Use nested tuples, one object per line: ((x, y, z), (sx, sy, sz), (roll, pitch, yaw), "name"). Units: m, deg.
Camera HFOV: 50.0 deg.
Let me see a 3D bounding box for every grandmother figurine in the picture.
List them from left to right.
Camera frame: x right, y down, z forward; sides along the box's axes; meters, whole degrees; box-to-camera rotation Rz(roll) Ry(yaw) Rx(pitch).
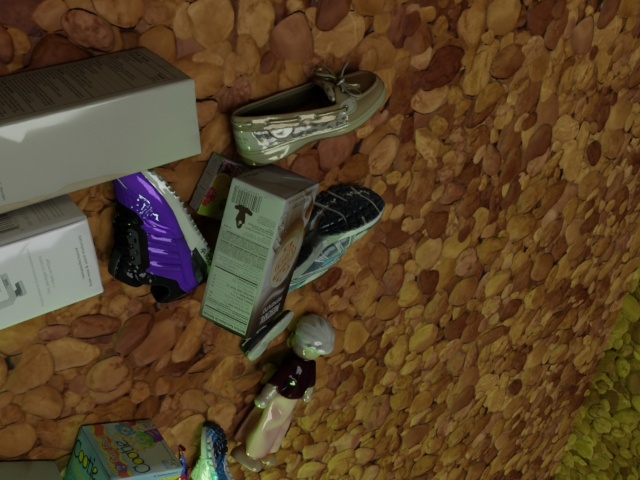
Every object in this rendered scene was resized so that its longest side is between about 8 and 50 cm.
((-0.073, 0.309, 1.429), (0.342, 0.104, 0.208), (-63, 164, 7), "grandmother figurine")

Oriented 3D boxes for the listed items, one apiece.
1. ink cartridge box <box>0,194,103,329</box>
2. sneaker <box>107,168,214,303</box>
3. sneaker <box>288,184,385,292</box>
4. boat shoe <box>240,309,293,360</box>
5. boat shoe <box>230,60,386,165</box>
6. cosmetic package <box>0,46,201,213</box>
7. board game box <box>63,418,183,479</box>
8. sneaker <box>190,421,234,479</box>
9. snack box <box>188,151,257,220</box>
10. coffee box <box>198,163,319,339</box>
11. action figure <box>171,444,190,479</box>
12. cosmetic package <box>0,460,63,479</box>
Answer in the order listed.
((-0.443, 0.021, 0.834), (0.283, 0.207, 0.117), (-21, 127, -29), "ink cartridge box")
((-0.268, -0.004, 1.045), (0.146, 0.102, 0.293), (-38, 135, -14), "sneaker")
((0.000, 0.000, 1.300), (0.283, 0.110, 0.122), (-33, 152, -16), "sneaker")
((-0.106, 0.179, 1.351), (0.125, 0.038, 0.046), (-48, 156, -4), "boat shoe")
((-0.013, -0.219, 1.122), (0.285, 0.104, 0.089), (-32, 136, -20), "boat shoe")
((-0.327, -0.143, 0.864), (0.310, 0.160, 0.113), (-21, 129, -28), "cosmetic package")
((-0.378, 0.482, 1.237), (0.142, 0.144, 0.275), (7, 113, -44), "board game box")
((-0.233, 0.461, 1.408), (0.071, 0.083, 0.190), (-36, 123, -64), "sneaker")
((-0.139, -0.079, 1.154), (0.141, 0.037, 0.100), (17, 106, -46), "snack box")
((-0.099, 0.015, 1.112), (0.141, 0.098, 0.246), (-35, 145, -63), "coffee box")
((-0.284, 0.467, 1.395), (0.038, 0.030, 0.115), (-26, 133, -33), "action figure")
((-0.555, 0.611, 1.110), (0.162, 0.230, 0.453), (17, 104, -45), "cosmetic package")
